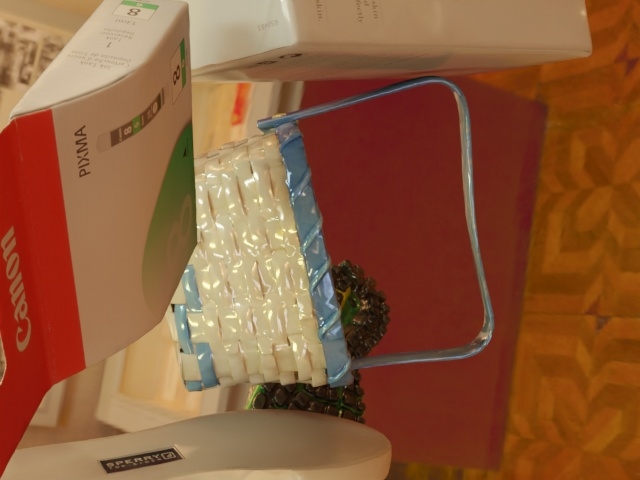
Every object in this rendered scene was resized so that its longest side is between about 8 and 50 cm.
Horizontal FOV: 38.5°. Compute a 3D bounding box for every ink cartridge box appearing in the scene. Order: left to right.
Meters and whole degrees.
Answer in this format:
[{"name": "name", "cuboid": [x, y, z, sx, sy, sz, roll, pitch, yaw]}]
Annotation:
[{"name": "ink cartridge box", "cuboid": [-0.120, -0.006, 0.495, 0.225, 0.056, 0.181, -78, -5, -52]}]

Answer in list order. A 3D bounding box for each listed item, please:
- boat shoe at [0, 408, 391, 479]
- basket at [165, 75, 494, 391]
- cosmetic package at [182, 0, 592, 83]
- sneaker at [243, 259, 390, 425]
[{"name": "boat shoe", "cuboid": [-0.105, 0.236, 0.721, 0.127, 0.340, 0.158, -150, 61, -63]}, {"name": "basket", "cuboid": [0.000, 0.000, 0.805, 0.201, 0.288, 0.255, -93, -5, -77]}, {"name": "cosmetic package", "cuboid": [0.051, -0.239, 0.721, 0.156, 0.385, 0.217, -3, 94, 43]}, {"name": "sneaker", "cuboid": [-0.021, 0.179, 1.088, 0.146, 0.134, 0.343, -42, 12, 39]}]
